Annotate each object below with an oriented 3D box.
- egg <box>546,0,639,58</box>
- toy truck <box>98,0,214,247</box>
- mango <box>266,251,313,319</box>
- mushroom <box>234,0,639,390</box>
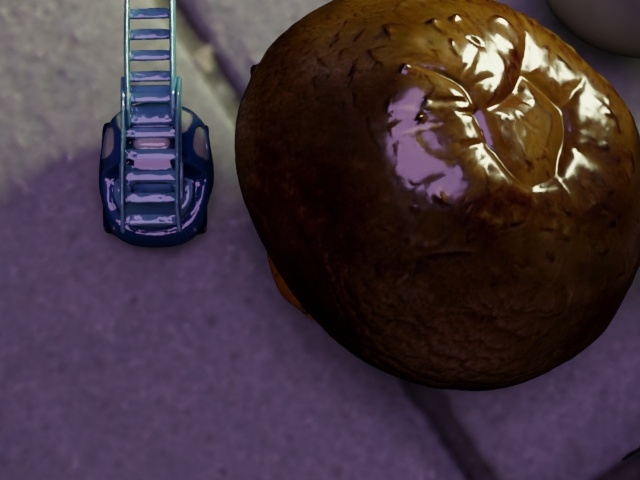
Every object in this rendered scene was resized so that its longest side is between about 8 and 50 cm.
[{"bbox_3d":[0.186,-0.151,0.934,0.135,0.103,0.103,-4,79,-6],"label":"egg"},{"bbox_3d":[-0.090,-0.065,0.923,0.063,0.074,0.136,-2,78,-2],"label":"toy truck"},{"bbox_3d":[0.000,0.000,0.930,0.060,0.046,0.089,-3,66,-5],"label":"mango"},{"bbox_3d":[0.073,-0.031,0.869,0.231,0.138,0.194,19,51,-21],"label":"mushroom"}]
